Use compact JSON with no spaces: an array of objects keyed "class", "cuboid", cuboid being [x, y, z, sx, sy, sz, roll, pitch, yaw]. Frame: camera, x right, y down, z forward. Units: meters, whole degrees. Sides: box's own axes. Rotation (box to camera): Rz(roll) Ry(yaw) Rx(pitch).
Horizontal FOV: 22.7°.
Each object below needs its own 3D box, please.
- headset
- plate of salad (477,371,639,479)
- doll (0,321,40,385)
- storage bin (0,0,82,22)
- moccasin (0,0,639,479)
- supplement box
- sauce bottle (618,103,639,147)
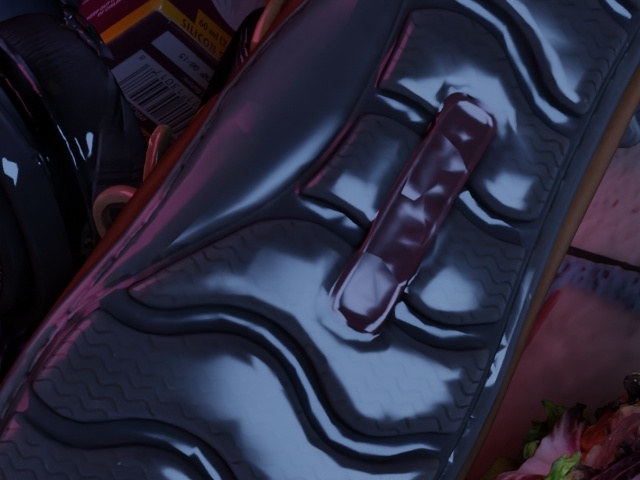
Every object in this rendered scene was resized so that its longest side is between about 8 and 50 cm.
[{"class":"headset","cuboid":[-0.063,-0.042,0.680,0.185,0.243,0.394,132,130,-61]},{"class":"plate of salad","cuboid":[0.089,0.063,0.449,0.199,0.048,0.200,-30,-4,-2]},{"class":"doll","cuboid":[-0.156,0.056,0.867,0.129,0.046,0.189,-62,25,-1]},{"class":"storage bin","cuboid":[-0.148,-0.152,1.008,0.098,0.135,0.091,-8,40,49]},{"class":"moccasin","cuboid":[-0.003,-0.001,0.516,0.380,0.139,0.147,-64,5,-9]},{"class":"supplement box","cuboid":[-0.068,-0.144,0.909,0.080,0.104,0.188,-27,38,33]},{"class":"sauce bottle","cuboid":[0.177,-0.196,0.642,0.111,0.111,0.344,16,71,57]}]
